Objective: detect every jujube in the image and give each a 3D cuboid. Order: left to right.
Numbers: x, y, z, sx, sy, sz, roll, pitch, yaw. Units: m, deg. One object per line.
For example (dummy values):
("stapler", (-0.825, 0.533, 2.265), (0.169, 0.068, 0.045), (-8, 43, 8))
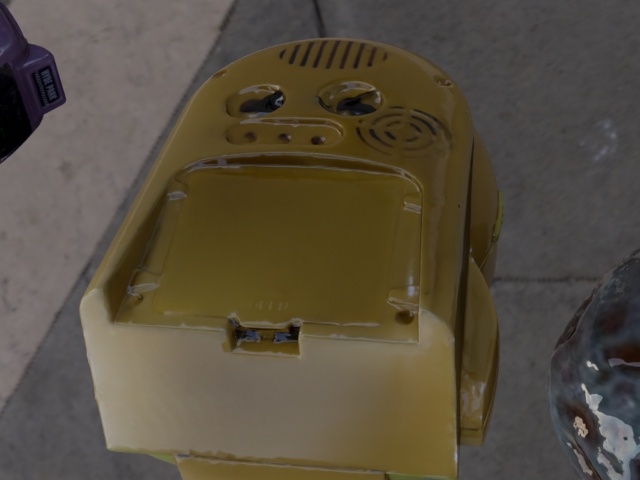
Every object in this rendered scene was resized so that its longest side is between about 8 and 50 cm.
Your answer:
("jujube", (0.302, 0.129, 0.939), (0.308, 0.215, 0.246), (19, 114, 32))

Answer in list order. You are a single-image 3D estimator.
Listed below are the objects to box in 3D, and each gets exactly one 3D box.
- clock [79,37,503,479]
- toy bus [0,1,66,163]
("clock", (0.000, 0.000, 0.879), (0.244, 0.317, 0.200), (6, 135, 8))
("toy bus", (-0.213, -0.115, 0.706), (0.178, 0.098, 0.087), (54, 163, 24))
